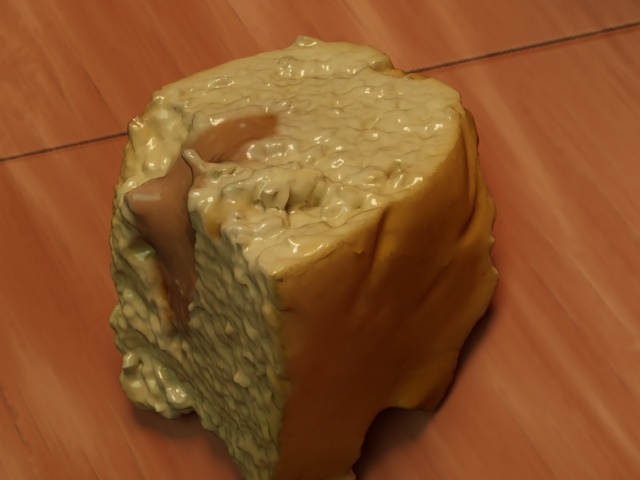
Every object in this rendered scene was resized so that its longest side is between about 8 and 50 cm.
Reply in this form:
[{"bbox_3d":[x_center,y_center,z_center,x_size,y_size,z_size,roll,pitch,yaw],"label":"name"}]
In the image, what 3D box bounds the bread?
[{"bbox_3d":[0.004,0.005,0.705,0.211,0.224,0.184,-31,51,-29],"label":"bread"}]
